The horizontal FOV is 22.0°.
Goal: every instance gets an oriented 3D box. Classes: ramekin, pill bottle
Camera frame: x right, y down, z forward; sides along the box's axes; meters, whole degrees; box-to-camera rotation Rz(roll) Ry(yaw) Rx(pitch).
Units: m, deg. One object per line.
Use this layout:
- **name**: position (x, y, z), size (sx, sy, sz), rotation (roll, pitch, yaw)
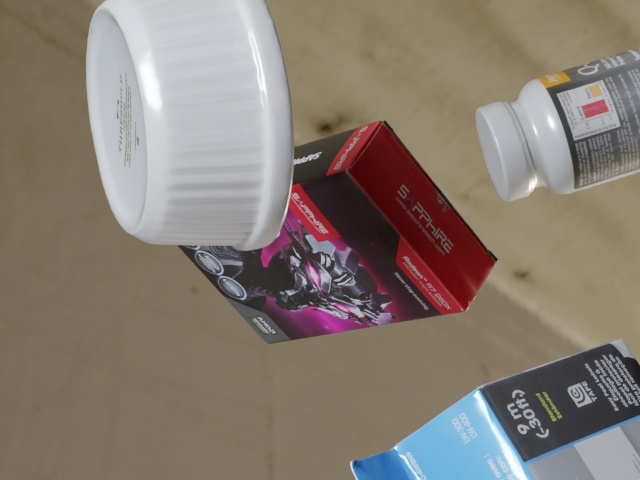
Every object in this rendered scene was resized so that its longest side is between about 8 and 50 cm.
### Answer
- **ramekin**: position (-0.128, -0.118, 1.515), size (0.127, 0.273, 0.272), rotation (-9, -119, -21)
- **pill bottle**: position (0.357, -0.153, 2.173), size (0.162, 0.279, 0.162), rotation (163, 90, -87)

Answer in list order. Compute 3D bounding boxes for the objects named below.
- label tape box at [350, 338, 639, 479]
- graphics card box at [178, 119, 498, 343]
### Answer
- **label tape box**: position (0.231, 0.257, 1.609), size (0.348, 0.115, 0.249), rotation (-12, -116, -44)
- **graphics card box**: position (0.000, 0.000, 1.961), size (0.233, 0.371, 0.094), rotation (49, -125, -23)
